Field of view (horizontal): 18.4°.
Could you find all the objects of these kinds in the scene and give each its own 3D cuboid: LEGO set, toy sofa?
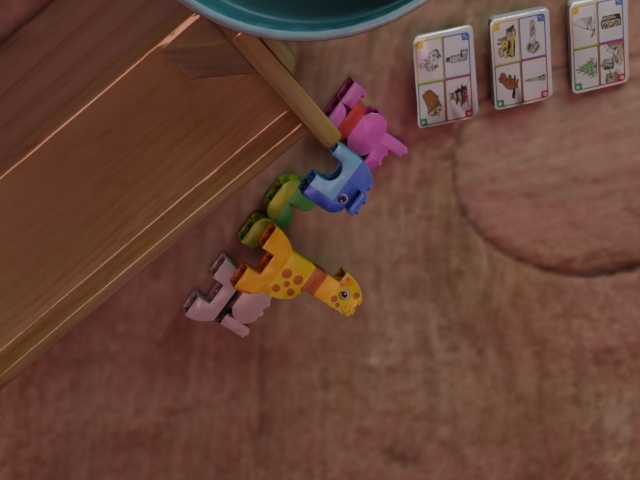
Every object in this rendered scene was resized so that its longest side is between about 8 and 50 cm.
[{"bbox_3d":[0.000,0.000,1.527,0.093,0.087,0.227,33,100,-20],"label":"LEGO set"},{"bbox_3d":[-0.183,-0.052,1.455,0.362,0.177,0.150,-40,137,3],"label":"toy sofa"},{"bbox_3d":[0.142,-0.222,1.514,0.182,0.060,0.244,-14,118,-13],"label":"LEGO set"}]

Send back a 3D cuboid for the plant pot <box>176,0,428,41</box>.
[{"bbox_3d":[0.001,-0.278,1.320,0.272,0.255,0.271,1,100,6],"label":"plant pot"}]
